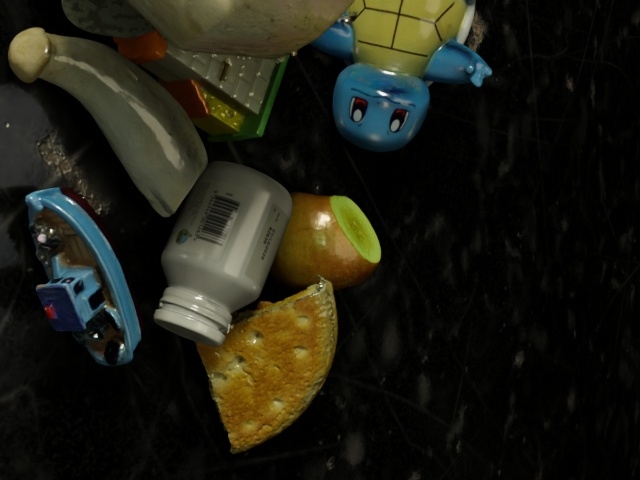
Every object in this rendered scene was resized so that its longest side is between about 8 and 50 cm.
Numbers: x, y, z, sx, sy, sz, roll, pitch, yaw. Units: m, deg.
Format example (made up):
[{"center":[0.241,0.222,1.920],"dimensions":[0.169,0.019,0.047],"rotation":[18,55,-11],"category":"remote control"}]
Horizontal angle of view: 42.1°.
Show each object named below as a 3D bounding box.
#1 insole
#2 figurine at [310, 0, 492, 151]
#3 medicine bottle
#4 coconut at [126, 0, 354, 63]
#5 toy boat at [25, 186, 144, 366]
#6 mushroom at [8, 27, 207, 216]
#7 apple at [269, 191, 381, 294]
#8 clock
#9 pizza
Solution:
[{"center":[-0.194,-0.260,0.925],"dimensions":[0.193,0.006,0.065],"rotation":[-15,102,-37],"category":"insole"},{"center":[0.115,-0.351,1.261],"dimensions":[0.298,0.243,0.416],"rotation":[15,76,-4],"category":"figurine"},{"center":[-0.130,0.020,1.063],"dimensions":[0.135,0.135,0.215],"rotation":[37,67,-43],"category":"medicine bottle"},{"center":[-0.097,-0.365,0.814],"dimensions":[0.353,0.353,0.352],"rotation":[-6,98,-47],"category":"coconut"},{"center":[-0.276,0.046,0.934],"dimensions":[0.097,0.100,0.223],"rotation":[-48,126,-51],"category":"toy boat"},{"center":[-0.234,-0.152,0.969],"dimensions":[0.270,0.103,0.118],"rotation":[46,54,-28],"category":"mushroom"},{"center":[-0.002,0.000,1.181],"dimensions":[0.146,0.163,0.147],"rotation":[-18,99,-79],"category":"apple"},{"center":[-0.161,-0.279,1.033],"dimensions":[0.255,0.106,0.219],"rotation":[31,70,-40],"category":"clock"},{"center":[-0.086,0.160,1.138],"dimensions":[0.197,0.058,0.292],"rotation":[22,105,-12],"category":"pizza"}]
